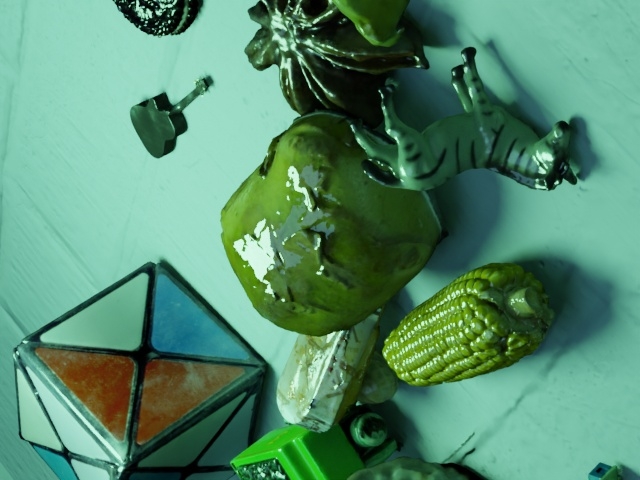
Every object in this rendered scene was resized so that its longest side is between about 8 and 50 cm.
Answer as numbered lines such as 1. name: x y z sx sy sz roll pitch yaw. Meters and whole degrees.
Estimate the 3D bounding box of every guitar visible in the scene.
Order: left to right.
1. guitar: -0.214 -0.188 1.894 0.088 0.025 0.233 61 148 -1

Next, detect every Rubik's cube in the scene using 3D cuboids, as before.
1. Rubik's cube: -0.298 0.277 2.132 0.305 0.307 0.310 41 146 21

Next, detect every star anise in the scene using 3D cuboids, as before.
1. star anise: -0.011 -0.258 1.488 0.315 0.108 0.315 38 145 32

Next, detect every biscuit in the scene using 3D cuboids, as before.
1. biscuit: -0.235 -0.363 1.752 0.194 0.053 0.194 35 141 34

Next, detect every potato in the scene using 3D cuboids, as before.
1. potato: 0.000 0.000 1.543 0.246 0.196 0.299 34 157 3

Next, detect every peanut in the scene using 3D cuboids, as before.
1. peanut: 0.037 0.173 1.808 0.174 0.080 0.080 33 140 39

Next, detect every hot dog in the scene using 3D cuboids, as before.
1. hot dog: 0.017 0.142 1.732 0.131 0.069 0.252 39 113 47

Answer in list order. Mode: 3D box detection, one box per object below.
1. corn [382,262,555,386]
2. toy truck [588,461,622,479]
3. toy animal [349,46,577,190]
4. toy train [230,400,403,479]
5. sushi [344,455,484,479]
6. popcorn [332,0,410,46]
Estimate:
1. corn: 0.170 0.108 1.538 0.119 0.119 0.322 55 152 5
2. toy truck: 0.354 0.347 1.540 0.081 0.067 0.175 13 123 42
3. toy animal: 0.150 -0.102 1.379 0.073 0.217 0.176 35 -148 -74
4. toy train: -0.008 0.305 1.876 0.132 0.188 0.243 57 148 -2
5. sushi: 0.129 0.470 1.739 0.281 0.299 0.294 -115 21 -49
6. popcorn: 0.071 -0.378 1.150 0.321 0.326 0.290 92 179 -59
